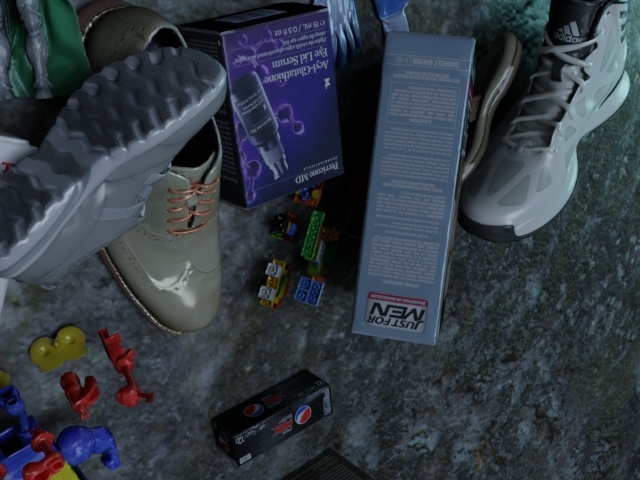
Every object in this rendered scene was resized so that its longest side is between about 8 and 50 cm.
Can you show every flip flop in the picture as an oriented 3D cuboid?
[{"bbox_3d":[0.209,-0.188,1.168,0.080,0.112,0.277,25,92,-17],"label":"flip flop"}]

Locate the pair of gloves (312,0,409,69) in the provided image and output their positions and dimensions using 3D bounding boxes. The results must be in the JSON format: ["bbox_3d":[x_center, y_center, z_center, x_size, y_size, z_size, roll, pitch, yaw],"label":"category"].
[{"bbox_3d":[0.057,-0.317,1.037,0.198,0.023,0.159,-28,122,-31],"label":"pair of gloves"}]

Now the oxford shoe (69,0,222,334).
[{"bbox_3d":[-0.172,-0.052,0.854,0.140,0.146,0.397,-29,123,-29],"label":"oxford shoe"}]

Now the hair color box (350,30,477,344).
[{"bbox_3d":[0.128,-0.068,1.041,0.185,0.113,0.374,-22,119,-77],"label":"hair color box"}]

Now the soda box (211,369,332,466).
[{"bbox_3d":[-0.066,0.248,1.115,0.169,0.060,0.053,-22,118,-32],"label":"soda box"}]

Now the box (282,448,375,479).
[{"bbox_3d":[0.026,0.456,1.174,0.167,0.203,0.168,-24,120,-31],"label":"box"}]

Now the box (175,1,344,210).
[{"bbox_3d":[-0.069,-0.161,0.929,0.153,0.108,0.207,-25,120,-32],"label":"box"}]

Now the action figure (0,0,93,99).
[{"bbox_3d":[-0.290,-0.248,0.729,0.137,0.063,0.232,-5,104,-6],"label":"action figure"}]

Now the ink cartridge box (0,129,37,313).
[{"bbox_3d":[-0.383,0.001,0.726,0.172,0.100,0.237,8,101,-43],"label":"ink cartridge box"}]

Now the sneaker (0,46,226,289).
[{"bbox_3d":[-0.196,-0.068,0.737,0.281,0.105,0.115,-41,151,-2],"label":"sneaker"}]

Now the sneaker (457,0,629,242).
[{"bbox_3d":[0.327,-0.221,1.177,0.447,0.169,0.257,-51,144,-26],"label":"sneaker"}]

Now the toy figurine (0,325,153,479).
[{"bbox_3d":[-0.325,0.281,0.831,0.362,0.191,0.217,-31,129,-27],"label":"toy figurine"}]

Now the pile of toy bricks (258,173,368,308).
[{"bbox_3d":[0.000,0.000,1.064,0.105,0.118,0.212,43,63,-75],"label":"pile of toy bricks"}]
